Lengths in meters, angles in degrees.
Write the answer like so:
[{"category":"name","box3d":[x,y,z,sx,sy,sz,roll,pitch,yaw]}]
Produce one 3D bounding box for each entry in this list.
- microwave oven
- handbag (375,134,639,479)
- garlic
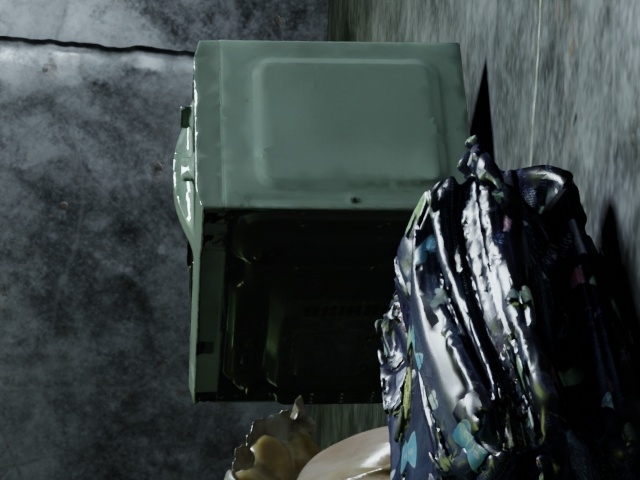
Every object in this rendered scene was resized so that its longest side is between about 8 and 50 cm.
[{"category":"microwave oven","box3d":[0.000,0.000,1.415,0.295,0.237,0.181,98,171,-55]},{"category":"handbag","box3d":[0.091,0.073,0.892,0.260,0.113,0.162,-97,21,-47]},{"category":"garlic","box3d":[0.043,0.143,1.074,0.207,0.207,0.256,-99,18,-70]}]
